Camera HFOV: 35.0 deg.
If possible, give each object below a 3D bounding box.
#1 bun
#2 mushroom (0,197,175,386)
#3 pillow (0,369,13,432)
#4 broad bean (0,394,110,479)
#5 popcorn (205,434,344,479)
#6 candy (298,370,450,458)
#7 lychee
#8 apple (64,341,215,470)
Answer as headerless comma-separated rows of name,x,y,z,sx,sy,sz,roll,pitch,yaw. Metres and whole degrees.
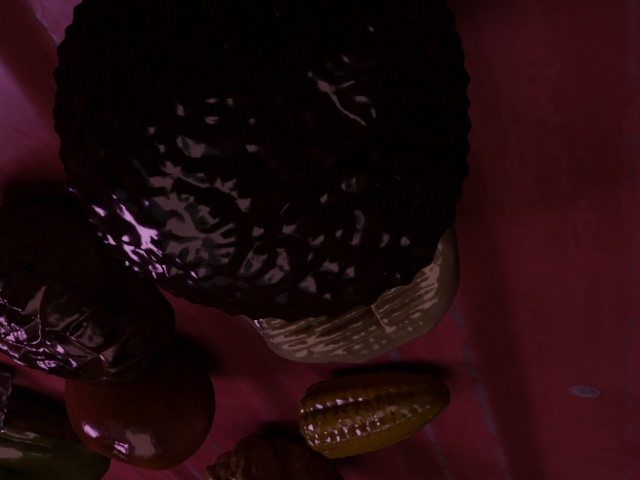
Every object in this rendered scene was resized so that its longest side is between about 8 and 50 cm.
bun,0.000,0.000,0.859,0.229,0.145,0.229,-4,123,-6
mushroom,-0.271,0.060,1.077,0.253,0.153,0.253,18,147,12
pillow,-0.609,0.228,1.579,0.248,0.049,0.135,19,115,-2
broad bean,-0.491,0.354,1.749,0.238,0.119,0.291,-8,148,19
popcorn,-0.071,0.416,1.554,0.249,0.225,0.249,15,156,7
candy,0.072,0.207,1.245,0.199,0.094,0.106,-21,131,39
lychee,-0.033,-0.077,0.608,0.261,0.260,0.260,11,152,6
apple,-0.237,0.213,1.322,0.201,0.162,0.201,10,152,5
